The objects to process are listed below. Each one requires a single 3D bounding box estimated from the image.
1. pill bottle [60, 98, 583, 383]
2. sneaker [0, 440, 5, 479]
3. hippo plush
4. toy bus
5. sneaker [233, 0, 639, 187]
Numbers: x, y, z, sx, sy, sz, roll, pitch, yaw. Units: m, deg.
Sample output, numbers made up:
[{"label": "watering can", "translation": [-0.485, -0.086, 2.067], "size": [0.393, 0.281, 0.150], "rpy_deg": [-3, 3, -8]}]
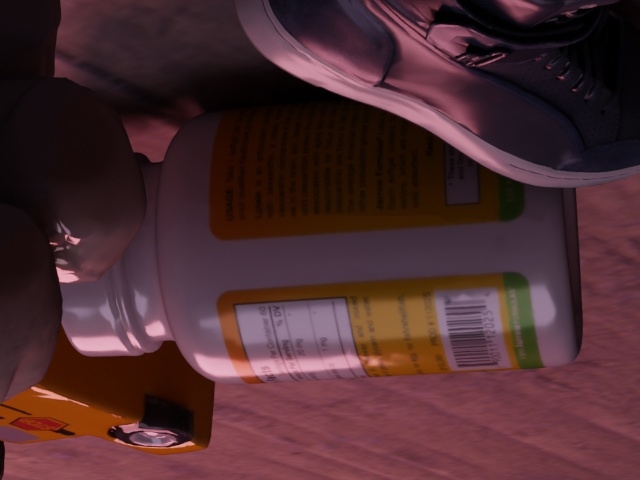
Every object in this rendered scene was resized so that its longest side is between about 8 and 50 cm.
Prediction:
[{"label": "pill bottle", "translation": [0.000, 0.000, 0.937], "size": [0.245, 0.136, 0.136], "rpy_deg": [-4, 160, 11]}, {"label": "sneaker", "translation": [-0.343, 0.182, 1.363], "size": [0.271, 0.108, 0.100], "rpy_deg": [-29, 150, 12]}, {"label": "hippo plush", "translation": [-0.238, 0.009, 0.746], "size": [0.294, 0.234, 0.236], "rpy_deg": [11, 138, -32]}, {"label": "toy bus", "translation": [-0.194, 0.043, 1.093], "size": [0.130, 0.108, 0.332], "rpy_deg": [-12, 157, 30]}, {"label": "sneaker", "translation": [0.102, -0.090, 0.763], "size": [0.226, 0.086, 0.163], "rpy_deg": [14, 158, -31]}]
